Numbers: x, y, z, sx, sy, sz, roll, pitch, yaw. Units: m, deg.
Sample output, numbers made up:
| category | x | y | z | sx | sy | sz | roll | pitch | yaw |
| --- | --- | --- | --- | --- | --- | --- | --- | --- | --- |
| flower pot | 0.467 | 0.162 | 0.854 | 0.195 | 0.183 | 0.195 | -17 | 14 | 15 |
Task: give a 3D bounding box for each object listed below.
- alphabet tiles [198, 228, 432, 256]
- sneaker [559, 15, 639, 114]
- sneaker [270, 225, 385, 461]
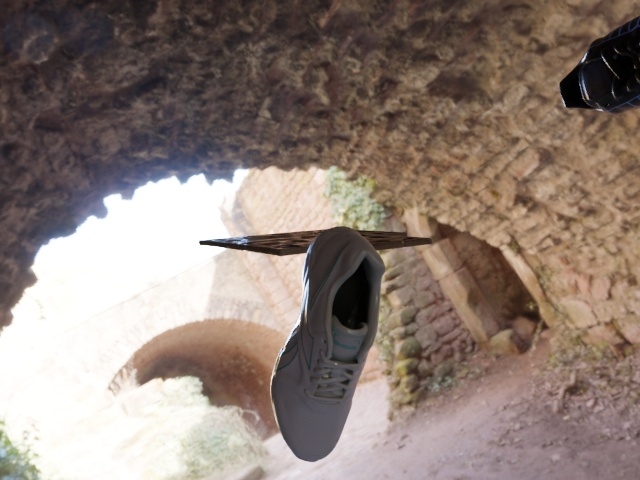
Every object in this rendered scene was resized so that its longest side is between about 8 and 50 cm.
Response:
| category | x | y | z | sx | sy | sz | roll | pitch | yaw |
| --- | --- | --- | --- | --- | --- | --- | --- | --- | --- |
| alphabet tiles | 0.000 | 0.000 | 0.630 | 0.198 | 0.009 | 0.237 | -5 | 6 | -34 |
| sneaker | 0.265 | -0.140 | 0.435 | 0.091 | 0.081 | 0.232 | -19 | 1 | 8 |
| sneaker | 0.004 | 0.068 | 0.341 | 0.054 | 0.152 | 0.061 | 8 | 5 | -16 |
